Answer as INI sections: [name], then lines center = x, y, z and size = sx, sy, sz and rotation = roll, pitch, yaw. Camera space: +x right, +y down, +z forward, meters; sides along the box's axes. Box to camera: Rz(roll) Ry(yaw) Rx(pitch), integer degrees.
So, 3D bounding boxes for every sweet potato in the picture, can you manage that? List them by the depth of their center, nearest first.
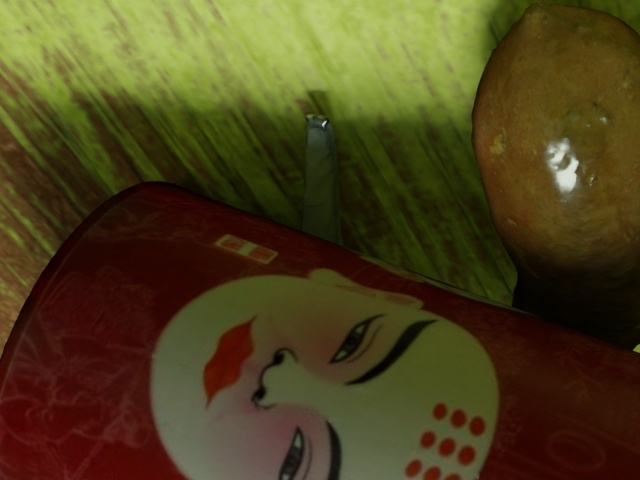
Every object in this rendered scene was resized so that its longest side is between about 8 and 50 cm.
[sweet potato]
center = 0.126, 0.004, 0.697
size = 0.097, 0.097, 0.292
rotation = 0, 142, 11

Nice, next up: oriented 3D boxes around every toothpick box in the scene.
[toothpick box]
center = 0.037, 0.117, 0.672
size = 0.333, 0.204, 0.204
rotation = 19, 147, 21

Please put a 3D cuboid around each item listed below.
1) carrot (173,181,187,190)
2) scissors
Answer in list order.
[carrot]
center = -0.099, 0.017, 0.805
size = 0.035, 0.035, 0.142
rotation = 22, 135, -18
[scissors]
center = 0.000, 0.001, 0.772
size = 0.110, 0.021, 0.212
rotation = 8, 143, 6
